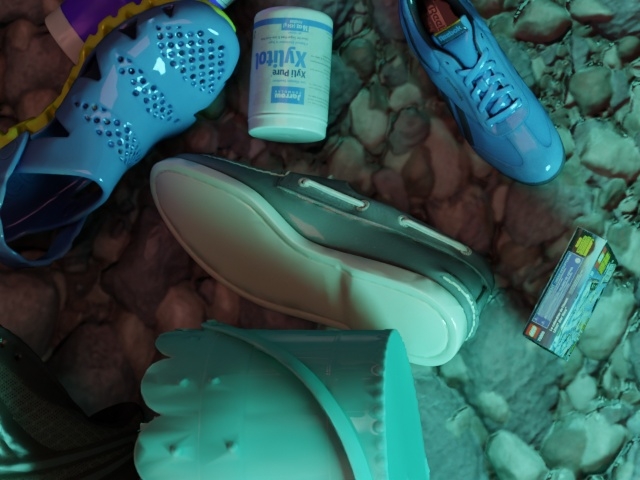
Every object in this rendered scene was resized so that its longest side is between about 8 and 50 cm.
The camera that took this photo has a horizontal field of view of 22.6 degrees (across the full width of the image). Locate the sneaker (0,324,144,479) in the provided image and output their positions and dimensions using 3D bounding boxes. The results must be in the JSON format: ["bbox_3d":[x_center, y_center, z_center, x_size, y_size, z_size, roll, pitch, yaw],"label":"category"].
[{"bbox_3d":[-0.334,0.145,1.260,0.185,0.482,0.202,-17,59,41],"label":"sneaker"}]

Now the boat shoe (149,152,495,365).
[{"bbox_3d":[0.000,0.000,1.358,0.319,0.116,0.099,25,46,24],"label":"boat shoe"}]

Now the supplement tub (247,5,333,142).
[{"bbox_3d":[-0.026,-0.143,1.382,0.071,0.071,0.107,0,81,15],"label":"supplement tub"}]

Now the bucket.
[{"bbox_3d":[-0.018,0.195,1.234,0.183,0.281,0.281,-7,80,10],"label":"bucket"}]

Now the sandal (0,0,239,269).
[{"bbox_3d":[-0.192,-0.080,1.371,0.317,0.126,0.138,-41,35,13],"label":"sandal"}]

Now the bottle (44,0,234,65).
[{"bbox_3d":[-0.114,-0.256,1.410,0.283,0.092,0.118,-38,74,7],"label":"bottle"}]

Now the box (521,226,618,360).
[{"bbox_3d":[0.198,0.044,1.260,0.027,0.137,0.094,28,89,16],"label":"box"}]

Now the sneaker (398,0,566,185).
[{"bbox_3d":[0.129,-0.136,1.335,0.069,0.082,0.209,-34,76,6],"label":"sneaker"}]
